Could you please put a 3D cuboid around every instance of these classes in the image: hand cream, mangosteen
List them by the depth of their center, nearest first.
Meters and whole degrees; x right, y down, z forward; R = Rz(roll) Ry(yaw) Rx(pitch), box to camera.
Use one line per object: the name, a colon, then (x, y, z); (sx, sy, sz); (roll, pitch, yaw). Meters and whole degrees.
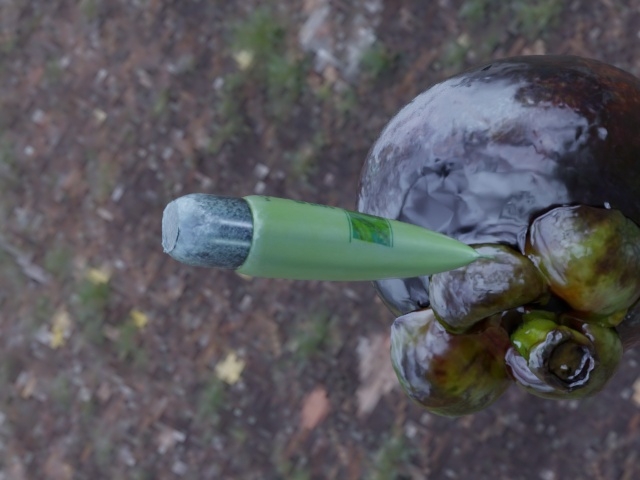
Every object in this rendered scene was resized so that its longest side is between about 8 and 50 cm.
hand cream: (0.000, 0.000, 0.974); (0.095, 0.175, 0.046); (172, 101, -73)
mangosteen: (0.185, -0.008, 1.525); (0.330, 0.330, 0.330); (-43, 28, 30)
